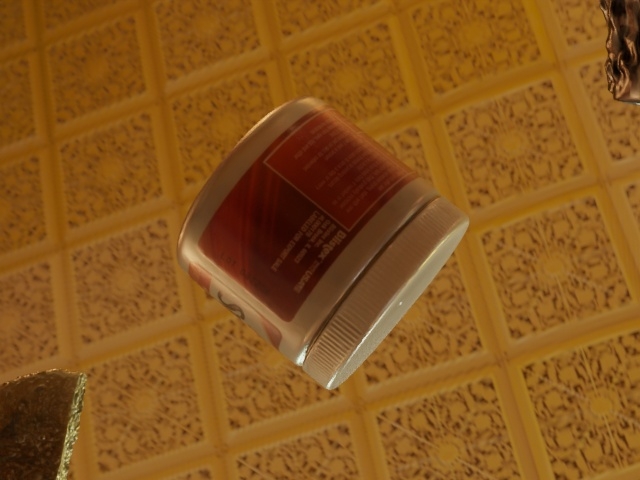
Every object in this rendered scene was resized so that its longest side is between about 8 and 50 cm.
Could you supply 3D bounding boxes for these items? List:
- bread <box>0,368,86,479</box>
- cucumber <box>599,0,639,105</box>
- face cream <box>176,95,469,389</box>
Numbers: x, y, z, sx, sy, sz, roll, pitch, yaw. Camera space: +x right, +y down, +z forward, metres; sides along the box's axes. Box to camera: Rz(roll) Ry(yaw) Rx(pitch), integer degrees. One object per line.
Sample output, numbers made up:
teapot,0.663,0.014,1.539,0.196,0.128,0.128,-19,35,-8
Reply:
bread,-0.266,0.196,1.008,0.112,0.036,0.192,7,-105,11
cucumber,0.098,-0.132,0.382,0.058,0.187,0.058,-18,-160,7
face cream,0.000,0.000,1.084,0.187,0.201,0.201,39,-97,9
